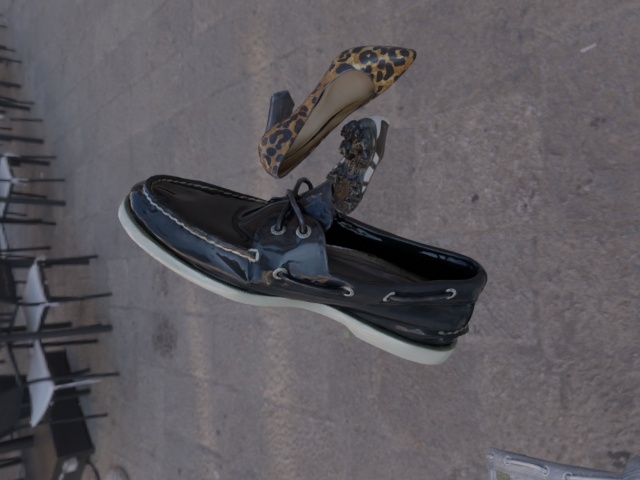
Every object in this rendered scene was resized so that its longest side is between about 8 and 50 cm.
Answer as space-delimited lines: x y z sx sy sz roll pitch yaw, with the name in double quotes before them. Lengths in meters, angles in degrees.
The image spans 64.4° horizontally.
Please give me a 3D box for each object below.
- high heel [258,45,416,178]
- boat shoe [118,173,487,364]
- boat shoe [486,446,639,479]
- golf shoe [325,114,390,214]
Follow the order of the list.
"high heel" 0.027 -0.188 0.766 0.261 0.093 0.186 -16 49 24
"boat shoe" 0.000 0.002 0.454 0.113 0.339 0.127 -59 10 29
"boat shoe" 0.325 0.274 0.568 0.320 0.118 0.103 -34 47 47
"golf shoe" 0.068 -0.123 0.850 0.077 0.094 0.198 42 143 15
